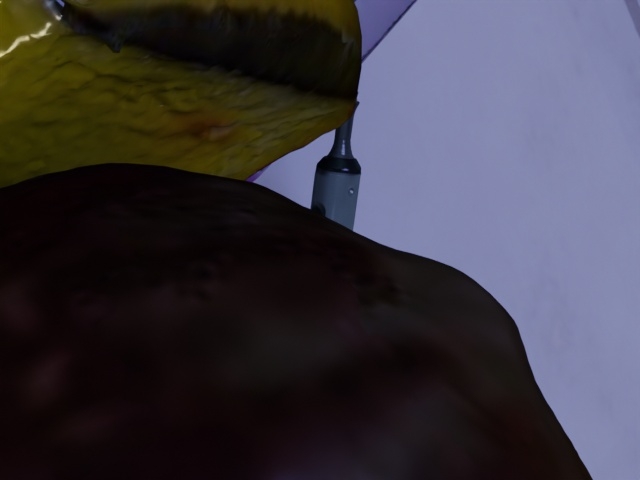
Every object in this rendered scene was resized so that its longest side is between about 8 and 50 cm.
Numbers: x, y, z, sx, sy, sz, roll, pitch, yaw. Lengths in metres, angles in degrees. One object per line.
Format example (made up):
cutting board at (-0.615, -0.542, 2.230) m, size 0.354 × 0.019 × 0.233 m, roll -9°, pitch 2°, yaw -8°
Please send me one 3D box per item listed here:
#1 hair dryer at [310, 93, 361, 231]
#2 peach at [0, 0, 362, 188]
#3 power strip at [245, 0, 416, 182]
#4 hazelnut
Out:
hair dryer at (0.000, 0.000, 0.856) m, size 0.100 × 0.057 × 0.198 m, roll -3°, pitch 104°, yaw -45°
peach at (-0.167, -0.152, 0.655) m, size 0.380 × 0.242 × 0.306 m, roll 49°, pitch 29°, yaw -6°
power strip at (-0.017, -0.108, 0.869) m, size 0.037 × 0.109 × 0.279 m, roll 53°, pitch 49°, yaw -16°
hazelnut at (-0.079, 0.170, 0.523) m, size 0.352 × 0.421 × 0.421 m, roll 12°, pitch 71°, yaw -54°
